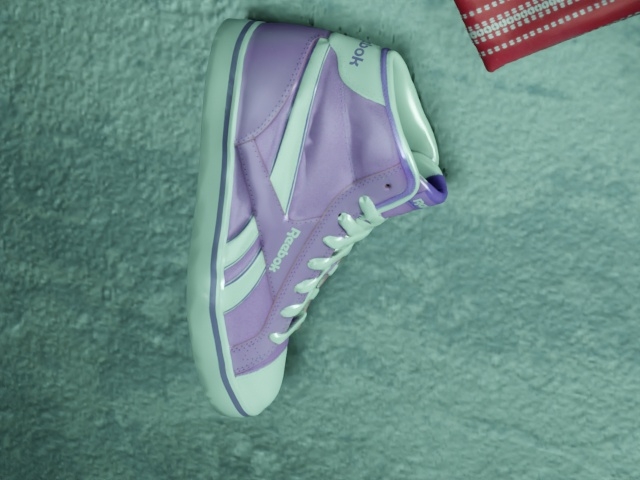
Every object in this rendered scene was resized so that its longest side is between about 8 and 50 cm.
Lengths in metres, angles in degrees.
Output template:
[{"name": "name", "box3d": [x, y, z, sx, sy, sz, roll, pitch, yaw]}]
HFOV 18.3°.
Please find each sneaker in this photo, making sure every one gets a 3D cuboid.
[{"name": "sneaker", "box3d": [0.000, 0.000, 1.327, 0.161, 0.102, 0.282, 9, 113, 13]}]

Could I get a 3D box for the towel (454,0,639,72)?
[{"name": "towel", "box3d": [0.133, -0.258, 1.216, 0.199, 0.031, 0.274, -19, 103, 26]}]
